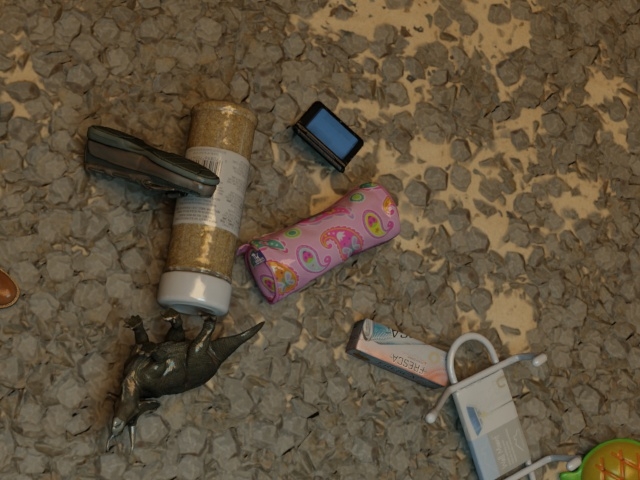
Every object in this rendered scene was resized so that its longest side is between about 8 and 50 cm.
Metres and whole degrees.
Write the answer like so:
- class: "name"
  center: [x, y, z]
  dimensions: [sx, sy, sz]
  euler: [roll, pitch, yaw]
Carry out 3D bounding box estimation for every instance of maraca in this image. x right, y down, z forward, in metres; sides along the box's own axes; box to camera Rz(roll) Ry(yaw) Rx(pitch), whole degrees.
- class: "maraca"
  center: [0.523, 0.437, 1.961]
  dimensions: [0.186, 0.099, 0.127]
  euler: [-31, 86, 3]

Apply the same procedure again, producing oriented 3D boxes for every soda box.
- class: "soda box"
  center: [0.142, 0.202, 1.905]
  dimensions: [0.183, 0.058, 0.063]
  euler: [24, 71, -13]

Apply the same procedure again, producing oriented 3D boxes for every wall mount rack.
- class: "wall mount rack"
  center: [0.293, 0.341, 1.851]
  dimensions: [0.304, 0.130, 0.350]
  euler: [-21, 94, -31]

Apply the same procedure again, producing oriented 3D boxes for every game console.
- class: "game console"
  center: [0.016, -0.190, 1.952]
  dimensions: [0.122, 0.107, 0.071]
  euler: [41, 96, -5]

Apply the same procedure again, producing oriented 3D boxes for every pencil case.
- class: "pencil case"
  center: [0.000, 0.000, 1.873]
  dimensions: [0.284, 0.124, 0.124]
  euler: [-27, 87, -21]

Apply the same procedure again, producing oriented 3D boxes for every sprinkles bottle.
- class: "sprinkles bottle"
  center: [-0.188, -0.054, 1.820]
  dimensions: [0.121, 0.121, 0.355]
  euler: [13, 73, -16]

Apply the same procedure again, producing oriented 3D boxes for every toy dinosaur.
- class: "toy dinosaur"
  center: [-0.238, 0.197, 1.752]
  dimensions: [0.313, 0.160, 0.121]
  euler: [-27, 44, -34]

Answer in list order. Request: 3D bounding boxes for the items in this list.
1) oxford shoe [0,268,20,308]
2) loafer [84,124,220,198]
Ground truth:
- class: "oxford shoe"
  center: [-0.572, 0.042, 1.692]
  dimensions: [0.212, 0.076, 0.076]
  euler: [30, 68, -12]
- class: "loafer"
  center: [-0.281, -0.112, 1.770]
  dimensions: [0.267, 0.096, 0.084]
  euler: [25, 103, 27]
